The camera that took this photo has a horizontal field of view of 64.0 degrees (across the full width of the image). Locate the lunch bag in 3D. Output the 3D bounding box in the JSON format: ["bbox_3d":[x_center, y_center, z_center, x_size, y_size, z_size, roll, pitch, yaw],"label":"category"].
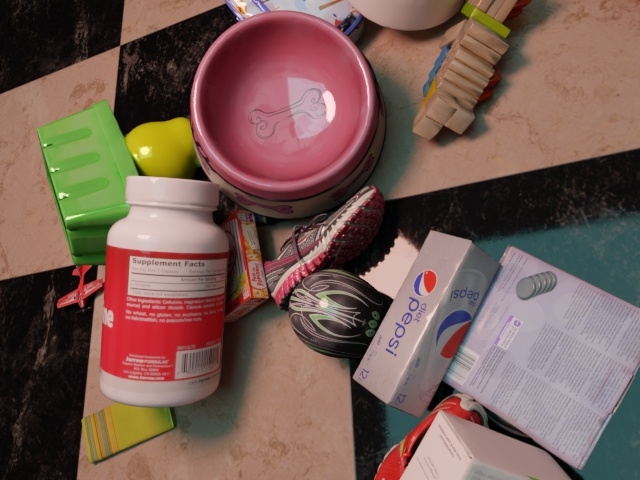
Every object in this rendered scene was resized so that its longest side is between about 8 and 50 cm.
[{"bbox_3d":[-0.057,-0.510,1.142,0.243,0.115,0.303,-41,86,5],"label":"lunch bag"}]

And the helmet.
[{"bbox_3d":[0.027,0.129,0.913,0.169,0.161,0.170,-47,30,38],"label":"helmet"}]

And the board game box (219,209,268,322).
[{"bbox_3d":[-0.177,0.056,1.068,0.146,0.045,0.194,-38,57,43],"label":"board game box"}]

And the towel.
[{"bbox_3d":[-0.422,0.400,1.123,0.237,0.021,0.102,-27,70,14],"label":"towel"}]

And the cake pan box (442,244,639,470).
[{"bbox_3d":[0.349,0.178,0.808,0.245,0.070,0.267,29,87,31],"label":"cake pan box"}]

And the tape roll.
[{"bbox_3d":[0.179,-0.576,1.044,0.285,0.100,0.287,1,73,-3],"label":"tape roll"}]

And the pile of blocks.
[{"bbox_3d":[0.299,-0.352,0.995,0.112,0.149,0.362,25,96,-14],"label":"pile of blocks"}]

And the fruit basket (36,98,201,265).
[{"bbox_3d":[-0.437,-0.151,1.213,0.391,0.283,0.392,9,51,-11],"label":"fruit basket"}]

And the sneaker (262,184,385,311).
[{"bbox_3d":[0.000,0.000,0.997,0.299,0.121,0.112,-43,58,8],"label":"sneaker"}]

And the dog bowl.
[{"bbox_3d":[-0.067,-0.250,0.997,0.407,0.150,0.409,0,86,1],"label":"dog bowl"}]

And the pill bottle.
[{"bbox_3d":[-0.295,0.087,0.988,0.228,0.229,0.408,6,93,26],"label":"pill bottle"}]

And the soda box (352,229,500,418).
[{"bbox_3d":[0.174,0.133,0.839,0.098,0.091,0.287,21,81,57],"label":"soda box"}]

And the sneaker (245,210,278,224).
[{"bbox_3d":[-0.096,-0.137,1.113,0.082,0.069,0.210,26,86,29],"label":"sneaker"}]

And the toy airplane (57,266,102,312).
[{"bbox_3d":[-0.604,0.113,1.292,0.151,0.028,0.151,-8,70,21],"label":"toy airplane"}]

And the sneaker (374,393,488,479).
[{"bbox_3d":[0.147,0.353,0.800,0.107,0.118,0.279,38,108,29],"label":"sneaker"}]

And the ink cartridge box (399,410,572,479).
[{"bbox_3d":[0.196,0.402,0.697,0.198,0.115,0.273,24,99,-14],"label":"ink cartridge box"}]
